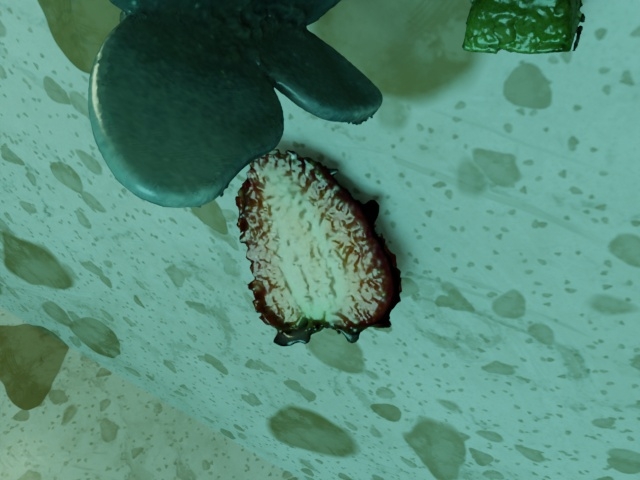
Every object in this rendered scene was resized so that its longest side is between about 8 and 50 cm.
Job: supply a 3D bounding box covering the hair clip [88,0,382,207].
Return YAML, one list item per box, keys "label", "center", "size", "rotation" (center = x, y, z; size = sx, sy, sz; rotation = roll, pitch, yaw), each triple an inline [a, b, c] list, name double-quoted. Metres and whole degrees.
- label: "hair clip"
  center: [-0.082, -0.255, 0.435]
  size: [0.392, 0.318, 0.238]
  rotation: [46, 131, 27]

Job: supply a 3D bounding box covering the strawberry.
- label: "strawberry"
  center: [0.000, 0.000, 0.817]
  size: [0.233, 0.138, 0.306]
  rotation: [-7, 102, 14]

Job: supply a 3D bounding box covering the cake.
- label: "cake"
  center: [0.157, -0.278, 0.433]
  size: [0.099, 0.100, 0.235]
  rotation: [2, 132, 30]
